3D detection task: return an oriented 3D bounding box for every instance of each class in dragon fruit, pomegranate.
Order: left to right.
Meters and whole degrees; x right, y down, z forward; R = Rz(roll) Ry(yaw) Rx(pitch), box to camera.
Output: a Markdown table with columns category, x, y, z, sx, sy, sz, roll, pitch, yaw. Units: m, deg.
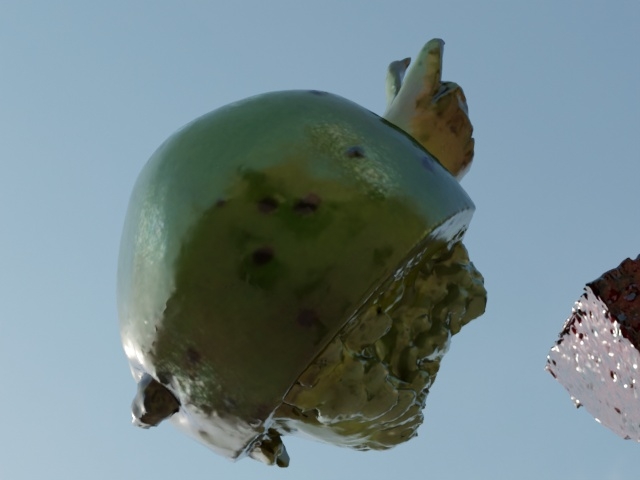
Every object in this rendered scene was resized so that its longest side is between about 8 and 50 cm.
| category | x | y | z | sx | sy | sz | roll | pitch | yaw |
| --- | --- | --- | --- | --- | --- | --- | --- | --- | --- |
| pomegranate | 0.000 | 0.000 | 0.910 | 0.260 | 0.260 | 0.341 | 54 | -124 | -30 |
| dragon fruit | 0.232 | 0.073 | 0.890 | 0.120 | 0.127 | 0.161 | -19 | -23 | -18 |
